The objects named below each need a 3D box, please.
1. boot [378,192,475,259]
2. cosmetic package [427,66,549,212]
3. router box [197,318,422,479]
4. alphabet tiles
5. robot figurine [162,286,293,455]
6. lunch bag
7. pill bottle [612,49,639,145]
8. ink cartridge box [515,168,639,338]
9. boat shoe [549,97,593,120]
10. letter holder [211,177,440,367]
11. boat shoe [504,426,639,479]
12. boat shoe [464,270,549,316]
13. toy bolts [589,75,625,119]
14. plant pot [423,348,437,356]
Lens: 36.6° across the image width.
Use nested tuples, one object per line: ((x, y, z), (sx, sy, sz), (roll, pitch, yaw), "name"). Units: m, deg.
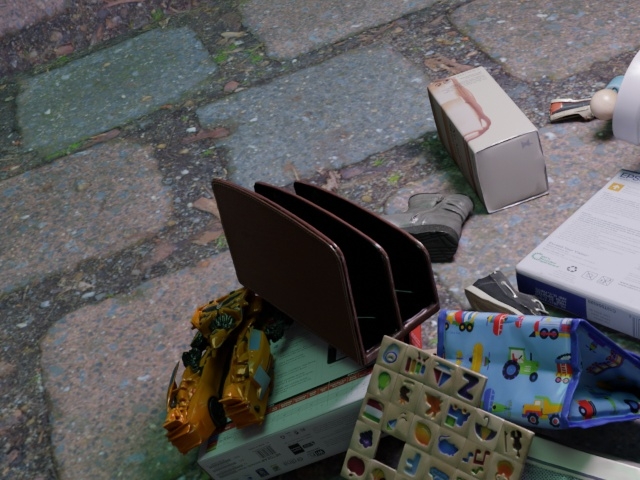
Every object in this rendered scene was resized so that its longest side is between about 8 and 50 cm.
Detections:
((0.157, -0.032, 1.807), (0.247, 0.083, 0.161), (3, 33, 18), "boot")
((0.322, -0.202, 1.890), (0.129, 0.153, 0.296), (-20, 34, -1), "cosmetic package")
((-0.009, 0.193, 1.466), (0.335, 0.082, 0.301), (-25, 31, 22), "router box")
((0.146, 0.250, 1.213), (0.237, 0.009, 0.198), (20, 94, 36), "alphabet tiles")
((-0.142, 0.177, 1.462), (0.211, 0.085, 0.291), (-25, 31, 20), "robot figurine")
((0.324, 0.189, 1.293), (0.221, 0.293, 0.138), (0, 76, 48), "lunch bag")
((0.708, -0.189, 1.586), (0.408, 0.229, 0.229), (23, 51, 29), "pill bottle")
((0.543, 0.026, 1.560), (0.330, 0.071, 0.324), (-36, 39, -30), "ink cartridge box")
((0.538, -0.267, 1.979), (0.137, 0.049, 0.043), (2, 82, 21), "boat shoe")
((0.000, 0.000, 1.379), (0.152, 0.214, 0.302), (-34, 39, -25), "letter holder")
((0.351, 0.346, 1.187), (0.341, 0.127, 0.158), (16, 86, 13), "boat shoe")
((0.321, 0.116, 1.517), (0.079, 0.084, 0.233), (-30, 35, -14), "boat shoe")
((0.626, -0.281, 1.826), (0.159, 0.218, 0.228), (-22, 26, -27), "toy bolts")
((0.177, 0.218, 1.428), (0.109, 0.096, 0.109), (-9, 36, 11), "plant pot")
